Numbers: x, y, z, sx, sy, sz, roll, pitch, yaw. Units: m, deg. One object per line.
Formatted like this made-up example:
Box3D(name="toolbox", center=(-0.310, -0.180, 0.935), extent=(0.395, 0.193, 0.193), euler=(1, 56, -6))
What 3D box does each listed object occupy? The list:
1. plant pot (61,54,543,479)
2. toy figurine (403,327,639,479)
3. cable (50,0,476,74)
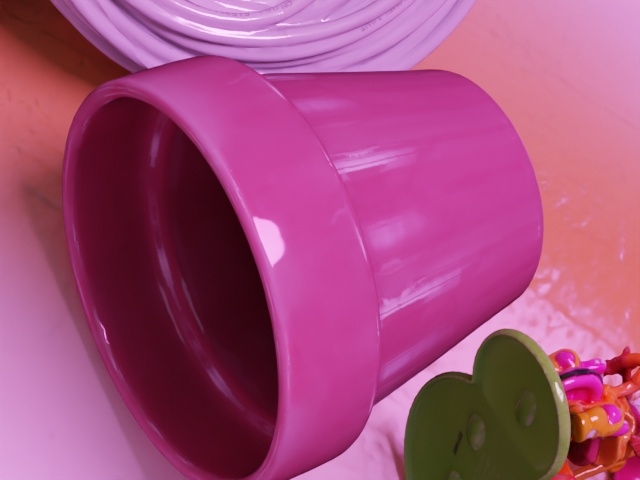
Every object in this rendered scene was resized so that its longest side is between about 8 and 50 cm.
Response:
Box3D(name="plant pot", center=(0.000, 0.000, 0.757), extent=(0.180, 0.201, 0.201), euler=(-19, 79, -31))
Box3D(name="toy figurine", center=(0.146, 0.097, 0.779), extent=(0.159, 0.173, 0.130), euler=(-12, 47, -26))
Box3D(name="cable", center=(-0.030, -0.192, 0.784), extent=(0.257, 0.089, 0.257), euler=(-11, 121, -7))
